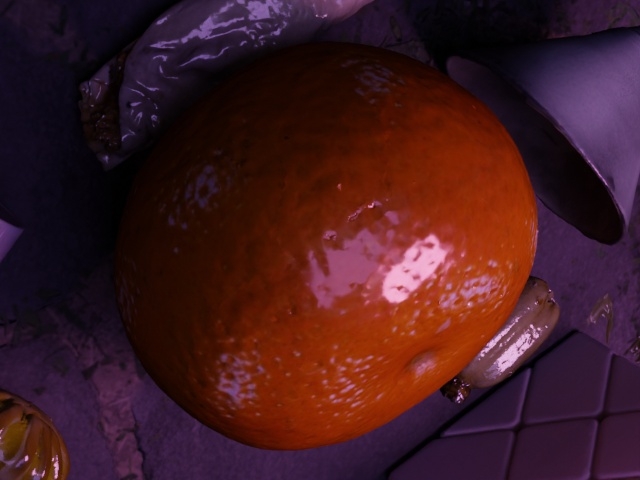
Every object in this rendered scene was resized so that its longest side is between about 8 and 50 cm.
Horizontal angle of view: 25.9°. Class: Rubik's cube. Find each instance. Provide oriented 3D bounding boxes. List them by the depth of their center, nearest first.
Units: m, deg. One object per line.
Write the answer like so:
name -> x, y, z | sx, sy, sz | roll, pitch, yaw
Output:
Rubik's cube -> 0.328, 0.358, 1.658 | 0.322, 0.319, 0.316 | -36, 121, -11

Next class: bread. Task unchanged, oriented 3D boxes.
bread -> -0.314, 0.210, 1.413 | 0.083, 0.094, 0.157 | -47, 114, 2

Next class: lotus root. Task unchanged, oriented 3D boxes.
lotus root -> 0.204, 0.117, 1.642 | 0.183, 0.077, 0.090 | -45, 115, -8

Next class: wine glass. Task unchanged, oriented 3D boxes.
wine glass -> 0.362, -0.225, 1.483 | 0.406, 0.267, 0.267 | -42, 122, -8

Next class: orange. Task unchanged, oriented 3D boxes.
orange -> 0.000, 0.000, 1.332 | 0.424, 0.326, 0.424 | -28, 155, -15

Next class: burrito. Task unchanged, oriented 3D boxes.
burrito -> -0.074, -0.213, 1.377 | 0.392, 0.076, 0.117 | -35, 115, -13

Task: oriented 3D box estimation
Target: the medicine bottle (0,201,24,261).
medicine bottle -> -0.395, 0.052, 1.283 | 0.133, 0.133, 0.249 | 36, 92, -33
